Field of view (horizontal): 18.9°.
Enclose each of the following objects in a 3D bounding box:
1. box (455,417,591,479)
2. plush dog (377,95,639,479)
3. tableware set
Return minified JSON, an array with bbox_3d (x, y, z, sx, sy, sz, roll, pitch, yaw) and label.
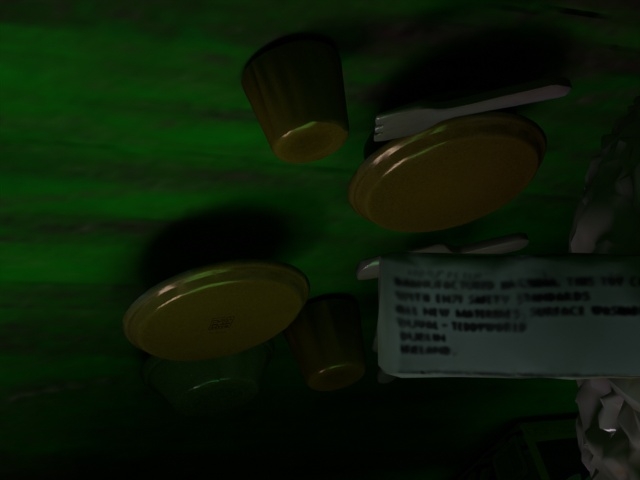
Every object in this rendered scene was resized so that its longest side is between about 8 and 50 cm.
[{"bbox_3d":[0.061,0.127,0.714,0.059,0.054,0.169,-1,148,-32],"label":"box"},{"bbox_3d":[0.133,0.014,0.452,0.262,0.210,0.225,-39,169,6],"label":"plush dog"},{"bbox_3d":[0.000,0.000,0.477,0.104,0.024,0.154,-11,153,-10],"label":"tableware set"}]
